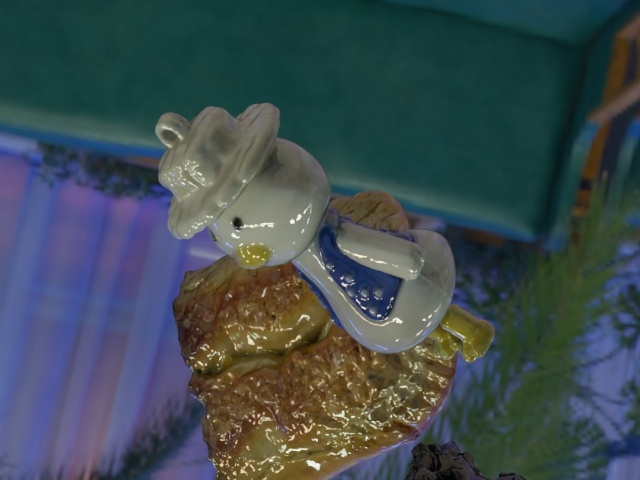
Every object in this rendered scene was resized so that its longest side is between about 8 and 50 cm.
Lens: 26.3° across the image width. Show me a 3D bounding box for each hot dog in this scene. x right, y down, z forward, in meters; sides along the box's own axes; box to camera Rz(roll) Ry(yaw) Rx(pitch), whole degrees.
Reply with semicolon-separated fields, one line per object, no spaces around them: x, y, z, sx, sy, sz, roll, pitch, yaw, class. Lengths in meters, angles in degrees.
0.009;0.123;1.810;0.365;0.367;0.196;-34;151;32;hot dog

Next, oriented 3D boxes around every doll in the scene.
0.000;0.000;0.988;0.293;0.119;0.138;37;157;-21;doll

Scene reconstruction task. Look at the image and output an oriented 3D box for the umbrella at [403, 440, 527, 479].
0.171;0.275;0.935;0.337;0.154;0.128;37;126;-5;umbrella
